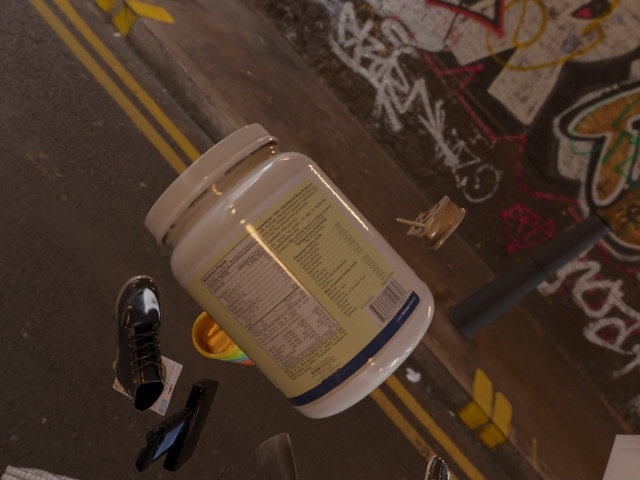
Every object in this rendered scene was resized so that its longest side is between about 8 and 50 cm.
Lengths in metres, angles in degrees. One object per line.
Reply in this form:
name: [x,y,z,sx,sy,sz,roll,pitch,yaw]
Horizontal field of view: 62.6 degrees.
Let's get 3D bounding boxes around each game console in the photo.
game console: [-0.334,0.451,1.227,0.044,0.213,0.361,20,-3,7]

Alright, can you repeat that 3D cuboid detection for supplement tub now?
supplement tub: [-0.040,0.036,0.684,0.325,0.235,0.235,47,24,-2]

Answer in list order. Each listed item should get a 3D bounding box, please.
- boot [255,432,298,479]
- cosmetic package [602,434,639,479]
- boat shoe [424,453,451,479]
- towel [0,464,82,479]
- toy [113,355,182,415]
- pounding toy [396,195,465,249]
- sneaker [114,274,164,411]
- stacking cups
boot: [-0.107,0.557,1.145,0.076,0.190,0.208,34,19,-54]
cosmetic package: [0.750,0.594,1.195,0.366,0.155,0.196,-4,84,-57]
boat shoe: [0.305,0.698,1.296,0.112,0.096,0.335,-4,98,-60]
towel: [-0.605,0.626,1.122,0.121,0.284,0.235,59,40,-44]
toy: [-0.492,0.370,1.438,0.237,0.136,0.056,10,-13,38]
pounding toy: [0.334,-0.074,1.630,0.155,0.154,0.269,37,-3,-3]
sneaker: [-0.303,0.178,0.918,0.083,0.222,0.118,-4,23,-35]
stacking cups: [-0.170,0.223,1.110,0.096,0.096,0.316,57,-4,22]
